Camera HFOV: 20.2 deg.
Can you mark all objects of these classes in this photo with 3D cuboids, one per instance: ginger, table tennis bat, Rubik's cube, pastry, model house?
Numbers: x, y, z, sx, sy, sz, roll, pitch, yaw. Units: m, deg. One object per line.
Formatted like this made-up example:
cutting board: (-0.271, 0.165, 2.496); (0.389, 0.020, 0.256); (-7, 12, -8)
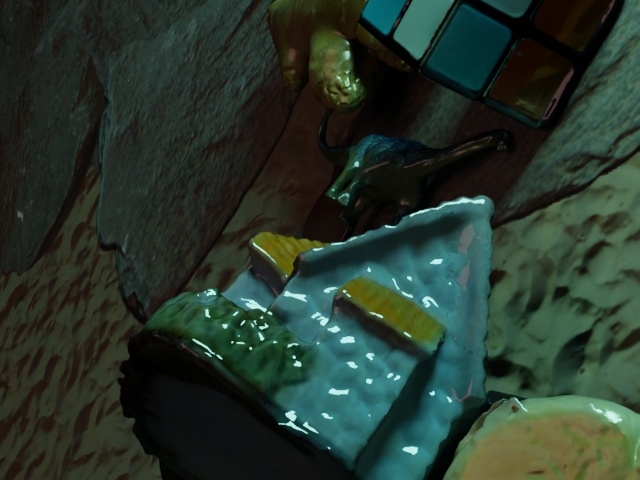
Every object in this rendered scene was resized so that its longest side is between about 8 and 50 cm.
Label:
ginger: (0.049, -0.246, 2.136); (0.375, 0.166, 0.236); (136, 129, -63)
table tennis bat: (0.000, 0.000, 2.131); (0.158, 0.014, 0.095); (-61, 33, 7)
Rubik's cube: (0.175, -0.242, 1.845); (0.183, 0.180, 0.167); (-63, 30, 12)
pastry: (0.211, 0.247, 1.465); (0.264, 0.133, 0.265); (-11, 68, 29)
model house: (0.032, 0.092, 1.678); (0.339, 0.297, 0.360); (-49, -13, -22)

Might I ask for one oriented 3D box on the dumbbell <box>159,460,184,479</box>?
dumbbell: (-0.060, 0.218, 1.946); (0.218, 0.152, 0.152); (-30, 47, 47)

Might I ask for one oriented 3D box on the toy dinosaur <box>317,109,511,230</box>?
toy dinosaur: (0.069, -0.076, 2.014); (0.147, 0.076, 0.363); (-52, 27, -16)

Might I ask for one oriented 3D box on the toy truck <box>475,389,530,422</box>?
toy truck: (0.185, 0.236, 1.637); (0.088, 0.074, 0.202); (-57, 32, 36)
